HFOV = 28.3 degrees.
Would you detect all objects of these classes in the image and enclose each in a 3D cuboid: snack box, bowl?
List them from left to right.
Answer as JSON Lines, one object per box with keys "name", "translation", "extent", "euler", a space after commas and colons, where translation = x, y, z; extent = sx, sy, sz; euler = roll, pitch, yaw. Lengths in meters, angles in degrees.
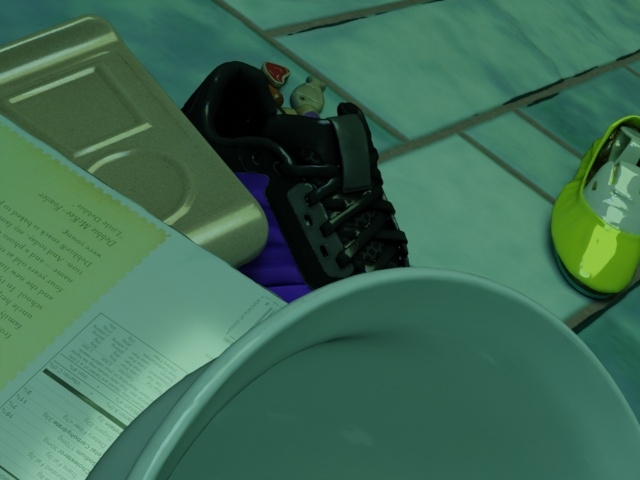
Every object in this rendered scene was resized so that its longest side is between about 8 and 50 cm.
{"name": "snack box", "translation": [-0.167, 0.037, 0.596], "extent": [0.322, 0.060, 0.187], "euler": [33, 50, 13]}
{"name": "bowl", "translation": [0.000, 0.160, 0.465], "extent": [0.298, 0.297, 0.134], "euler": [-9, 2, -42]}

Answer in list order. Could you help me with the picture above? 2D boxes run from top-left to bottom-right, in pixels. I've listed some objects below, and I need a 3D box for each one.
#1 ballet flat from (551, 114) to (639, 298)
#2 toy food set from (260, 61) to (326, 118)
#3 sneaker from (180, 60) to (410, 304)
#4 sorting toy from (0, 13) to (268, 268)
{"name": "ballet flat", "translation": [0.238, -0.041, 1.030], "extent": [0.077, 0.077, 0.231], "euler": [28, 32, 2]}
{"name": "toy food set", "translation": [-0.033, -0.114, 0.999], "extent": [0.078, 0.019, 0.122], "euler": [21, 32, -8]}
{"name": "sneaker", "translation": [-0.001, 0.000, 0.737], "extent": [0.102, 0.146, 0.293], "euler": [-9, 45, -45]}
{"name": "sorting toy", "translation": [-0.160, -0.028, 0.722], "extent": [0.193, 0.038, 0.208], "euler": [-26, 58, -21]}
